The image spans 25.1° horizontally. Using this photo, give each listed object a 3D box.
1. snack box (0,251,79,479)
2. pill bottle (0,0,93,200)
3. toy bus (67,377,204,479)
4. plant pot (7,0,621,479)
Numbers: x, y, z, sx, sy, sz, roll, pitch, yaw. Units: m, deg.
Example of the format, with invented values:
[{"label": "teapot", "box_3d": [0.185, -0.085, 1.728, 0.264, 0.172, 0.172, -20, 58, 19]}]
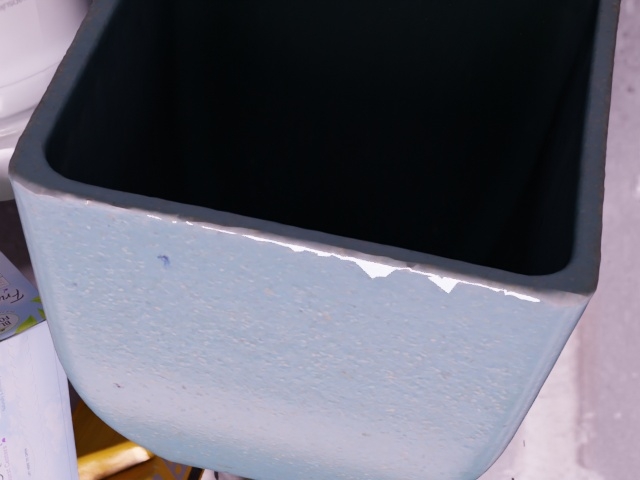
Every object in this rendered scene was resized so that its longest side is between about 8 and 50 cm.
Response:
[{"label": "snack box", "box_3d": [-0.215, 0.063, 0.797, 0.207, 0.070, 0.174, 37, 140, 38]}, {"label": "pill bottle", "box_3d": [-0.188, -0.143, 0.753, 0.131, 0.131, 0.229, -7, 119, 15]}, {"label": "toy bus", "box_3d": [-0.242, 0.172, 0.966, 0.333, 0.108, 0.130, -22, 112, 22]}, {"label": "plant pot", "box_3d": [0.000, 0.000, 0.750, 0.248, 0.247, 0.252, 12, 137, 3]}]
